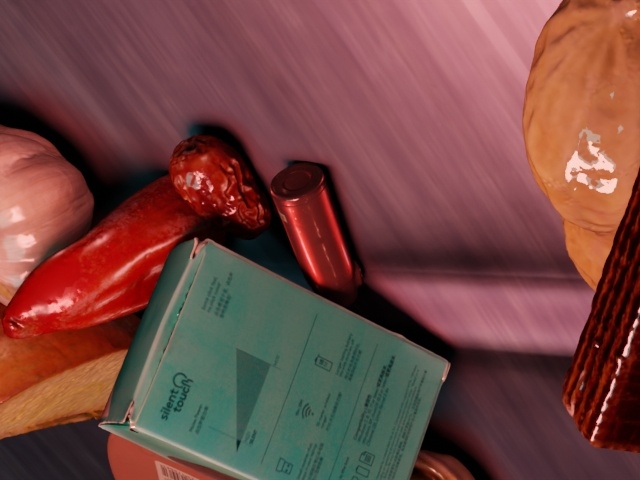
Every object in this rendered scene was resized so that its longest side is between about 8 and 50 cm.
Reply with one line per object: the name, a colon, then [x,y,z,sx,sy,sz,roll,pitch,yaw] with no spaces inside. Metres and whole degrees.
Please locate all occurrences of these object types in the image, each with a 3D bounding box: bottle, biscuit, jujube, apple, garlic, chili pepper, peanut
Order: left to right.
garlic: [-0.337,-0.031,1.584,0.228,0.152,0.228,47,154,32]
apple: [-0.335,0.141,1.681,0.254,0.346,0.179,-1,93,32]
chili pepper: [-0.219,0.031,1.485,0.144,0.252,0.136,2,115,49]
jujube: [-0.099,-0.053,1.435,0.077,0.077,0.129,-5,140,43]
bottle: [0.000,0.000,1.425,0.060,0.060,0.164,11,138,31]
peanut: [0.228,-0.065,1.070,0.143,0.159,0.291,47,161,45]
biscuit: [0.276,-0.028,0.966,0.107,0.073,0.388,9,112,-14]

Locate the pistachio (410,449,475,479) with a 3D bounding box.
pistachio: [0.106,0.350,1.653,0.197,0.166,0.288,22,138,30]

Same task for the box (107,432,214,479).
box: [-0.096,0.217,1.624,0.301,0.216,0.301,22,141,19]

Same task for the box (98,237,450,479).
box: [-0.045,0.154,1.435,0.311,0.205,0.118,27,160,-21]
